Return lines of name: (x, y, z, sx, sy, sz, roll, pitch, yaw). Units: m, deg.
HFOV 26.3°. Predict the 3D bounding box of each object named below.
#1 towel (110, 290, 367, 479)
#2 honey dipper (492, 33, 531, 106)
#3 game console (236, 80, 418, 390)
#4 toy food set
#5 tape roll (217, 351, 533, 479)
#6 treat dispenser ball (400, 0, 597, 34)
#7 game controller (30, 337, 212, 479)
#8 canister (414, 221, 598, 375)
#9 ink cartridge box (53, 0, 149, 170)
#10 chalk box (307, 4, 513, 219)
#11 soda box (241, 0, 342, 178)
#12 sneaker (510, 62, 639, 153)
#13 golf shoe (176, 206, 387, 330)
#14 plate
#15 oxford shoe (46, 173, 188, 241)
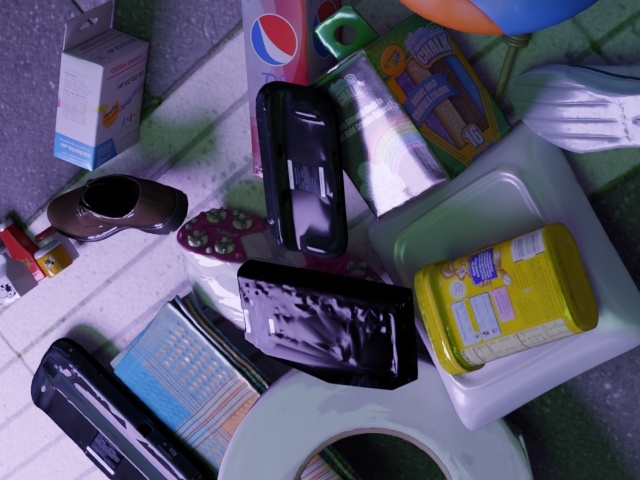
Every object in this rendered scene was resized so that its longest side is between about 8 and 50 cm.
towel: (-0.108, 0.248, 1.819, 0.370, 0.040, 0.271, 46, 144, -2)
honey dipper: (0.197, -0.177, 1.482, 0.030, 0.030, 0.160, 26, 128, 15)
game console: (0.000, 0.000, 1.520, 0.213, 0.044, 0.361, 10, 121, 28)
toy food set: (-0.427, 0.024, 1.869, 0.232, 0.111, 0.104, -27, 99, 38)
tape roll: (0.068, 0.320, 1.670, 0.392, 0.072, 0.391, 0, 95, 5)
treat dispenser ball: (0.166, -0.333, 1.258, 0.288, 0.288, 0.288, 12, 119, 23)
game controller: (-0.286, 0.280, 1.952, 0.319, 0.067, 0.166, 44, 145, 7)
canister: (0.197, 0.062, 1.455, 0.170, 0.073, 0.126, -22, 81, 36)
ink cartridge box: (-0.266, -0.190, 1.678, 0.062, 0.104, 0.181, 22, 123, 17)
chalk box: (0.077, -0.157, 1.479, 0.132, 0.132, 0.213, -29, 96, 49)
soda box: (-0.029, -0.200, 1.551, 0.084, 0.092, 0.263, 9, 118, 25)
sneaker: (0.314, -0.142, 1.402, 0.258, 0.091, 0.094, 15, 128, 45)
golf shoe: (-0.039, 0.066, 1.694, 0.306, 0.115, 0.140, 24, 133, 25)
plate: (0.194, 0.042, 1.529, 0.278, 0.045, 0.277, -35, 75, 35)
oxford shoe: (-0.280, -0.051, 1.746, 0.227, 0.096, 0.082, -7, 68, 39)
